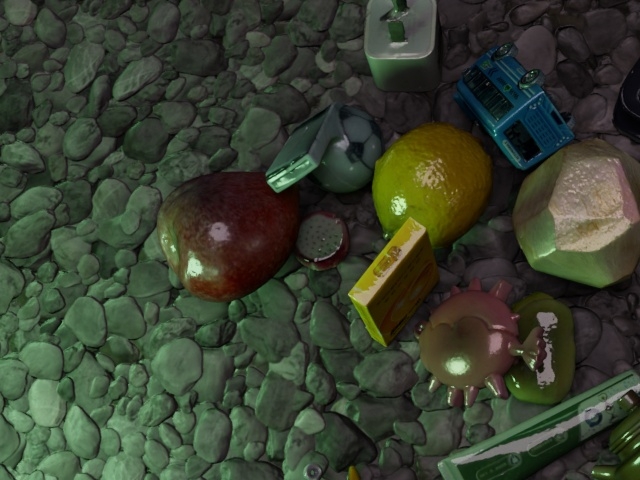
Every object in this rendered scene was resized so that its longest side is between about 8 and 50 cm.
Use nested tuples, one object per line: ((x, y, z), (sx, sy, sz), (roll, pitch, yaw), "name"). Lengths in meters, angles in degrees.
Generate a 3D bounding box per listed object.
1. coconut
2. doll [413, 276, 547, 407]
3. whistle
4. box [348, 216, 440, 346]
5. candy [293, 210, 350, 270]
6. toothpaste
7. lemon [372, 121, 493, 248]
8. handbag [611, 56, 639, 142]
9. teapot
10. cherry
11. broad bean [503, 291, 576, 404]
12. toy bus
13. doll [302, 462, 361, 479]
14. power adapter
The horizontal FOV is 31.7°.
((0.417, -0.031, 1.777), (0.236, 0.197, 0.237), (-1, 73, 4), "coconut")
((0.243, 0.158, 1.769), (0.262, 0.093, 0.211), (-3, 69, 46), "doll")
((0.024, -0.138, 1.891), (0.163, 0.164, 0.290), (7, 34, 13), "whistle")
((0.121, 0.072, 1.762), (0.043, 0.269, 0.152), (37, 83, 20), "box")
((0.000, 0.000, 1.931), (0.103, 0.043, 0.103), (-4, 71, 11), "candy")
((0.372, 0.296, 1.750), (0.392, 0.061, 0.099), (-29, 86, 2), "toothpaste")
((0.182, -0.089, 1.846), (0.192, 0.192, 0.231), (41, 82, 20), "lemon")
((0.676, -0.245, 1.846), (0.325, 0.118, 0.269), (30, 79, 17), "handbag")
((0.513, 0.284, 1.648), (0.268, 0.185, 0.175), (-47, 73, 19), "teapot")
((-0.145, -0.008, 1.884), (0.239, 0.239, 0.206), (9, 110, 14), "cherry")
((0.344, 0.169, 1.784), (0.124, 0.082, 0.175), (8, 74, 22), "broad bean")
((0.313, -0.222, 1.850), (0.134, 0.113, 0.246), (-38, 28, 9), "toy bus")
((0.018, 0.498, 1.731), (0.145, 0.103, 0.316), (-14, 75, 2), "doll")
((0.140, -0.355, 1.938), (0.125, 0.205, 0.130), (2, 74, 12), "power adapter")
